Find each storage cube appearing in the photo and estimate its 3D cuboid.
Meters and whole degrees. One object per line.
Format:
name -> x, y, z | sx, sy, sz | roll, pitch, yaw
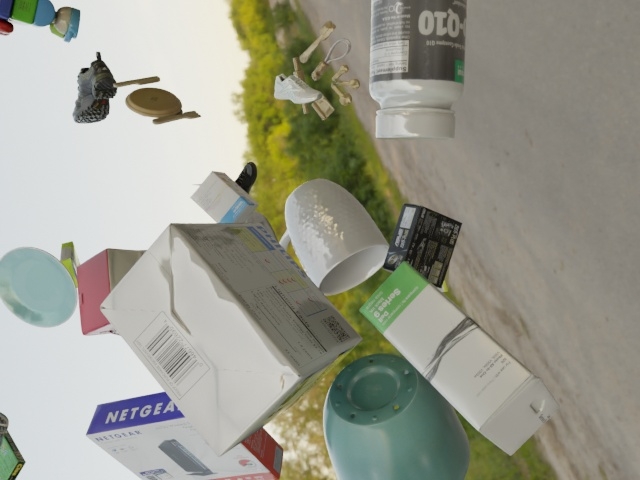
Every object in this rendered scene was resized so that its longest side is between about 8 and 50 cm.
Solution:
storage cube -> -0.498, 0.130, 1.758 | 0.193, 0.183, 0.215 | -22, 71, 47

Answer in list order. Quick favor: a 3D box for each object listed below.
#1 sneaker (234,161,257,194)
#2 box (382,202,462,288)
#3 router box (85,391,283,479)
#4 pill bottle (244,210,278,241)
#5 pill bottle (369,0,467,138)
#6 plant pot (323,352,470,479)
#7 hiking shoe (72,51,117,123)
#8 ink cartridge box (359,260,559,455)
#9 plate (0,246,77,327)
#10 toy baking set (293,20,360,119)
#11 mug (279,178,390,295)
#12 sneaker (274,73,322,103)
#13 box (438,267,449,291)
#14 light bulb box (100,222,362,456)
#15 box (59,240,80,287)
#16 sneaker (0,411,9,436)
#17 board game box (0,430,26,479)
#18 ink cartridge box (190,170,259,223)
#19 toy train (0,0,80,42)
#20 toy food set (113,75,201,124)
sneaker -> -0.258, -0.165, 2.142 | 0.089, 0.051, 0.170 | -20, -41, -55
box -> 0.259, 0.013, 1.736 | 0.077, 0.147, 0.180 | 15, 87, 59
router box -> -0.301, 0.459, 1.555 | 0.301, 0.335, 0.082 | 56, -152, -37
pill bottle -> -0.282, 0.051, 1.867 | 0.181, 0.323, 0.181 | -21, -90, -75
pill bottle -> 0.208, -0.400, 1.469 | 0.204, 0.204, 0.361 | -95, 5, -83
plant pot -> 0.137, 0.375, 1.396 | 0.293, 0.293, 0.235 | -103, -8, -55
hiking shoe -> -0.601, -0.396, 1.809 | 0.227, 0.086, 0.114 | -34, 68, 45
ink cartridge box -> 0.227, 0.193, 1.124 | 0.289, 0.121, 0.211 | 44, -179, 39
plate -> -0.595, 0.097, 1.444 | 0.024, 0.188, 0.188 | -61, -41, -65
toy baking set -> 0.012, -0.477, 1.943 | 0.030, 0.197, 0.256 | -28, -76, -63
mug -> 0.000, 0.000, 2.278 | 0.276, 0.374, 0.328 | 8, -135, -55
sneaker -> -0.060, -0.374, 1.686 | 0.152, 0.054, 0.061 | 20, 125, 37
box -> 0.413, 0.085, 2.426 | 0.232, 0.087, 0.058 | -76, -31, -48
light bulb box -> -0.153, 0.162, 1.327 | 0.358, 0.225, 0.361 | 48, -164, 13
box -> -0.827, 0.086, 2.270 | 0.178, 0.042, 0.109 | -128, 27, -62
sneaker -> -0.978, 0.459, 1.867 | 0.110, 0.275, 0.107 | -77, 5, -75
board game box -> -0.942, 0.623, 1.987 | 0.260, 0.136, 0.030 | 32, 179, 43
ink cartridge box -> -0.242, -0.103, 1.688 | 0.143, 0.090, 0.092 | 43, -170, 7
toy train -> -0.532, -0.416, 1.266 | 0.248, 0.143, 0.105 | 26, 101, 60
toy food set -> -0.366, -0.298, 1.519 | 0.192, 0.132, 0.038 | 43, 136, 32
